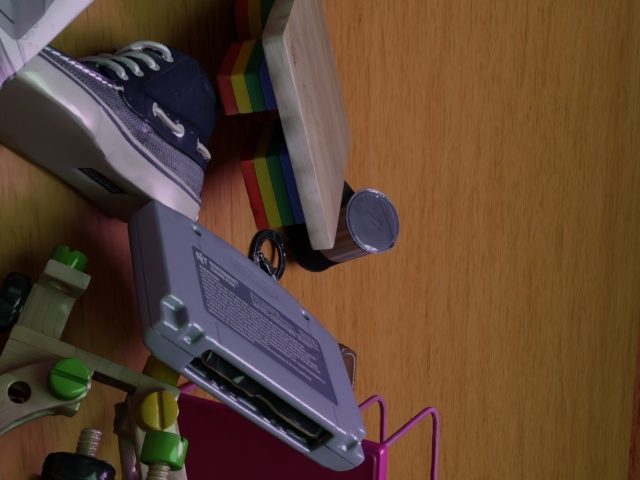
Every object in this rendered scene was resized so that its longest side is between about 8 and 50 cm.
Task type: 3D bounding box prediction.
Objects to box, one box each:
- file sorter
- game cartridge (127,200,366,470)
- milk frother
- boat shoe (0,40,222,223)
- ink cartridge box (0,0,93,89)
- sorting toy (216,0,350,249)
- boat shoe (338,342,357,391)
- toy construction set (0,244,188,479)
[{"bbox_3d":[-0.026,0.273,1.267,0.182,0.291,0.202,-21,116,-58],"label":"file sorter"},{"bbox_3d":[-0.072,0.091,1.074,0.294,0.060,0.196,41,23,-36],"label":"game cartridge"},{"bbox_3d":[0.000,0.000,1.373,0.129,0.135,0.143,38,59,-22],"label":"milk frother"},{"bbox_3d":[-0.205,-0.140,1.029,0.340,0.127,0.158,50,49,-61],"label":"boat shoe"},{"bbox_3d":[-0.296,-0.242,0.718,0.395,0.166,0.285,-52,133,-25],"label":"ink cartridge box"},{"bbox_3d":[-0.041,-0.160,1.236,0.255,0.089,0.257,-80,160,-55],"label":"sorting toy"},{"bbox_3d":[0.014,0.304,1.504,0.123,0.116,0.324,9,91,-59],"label":"boat shoe"},{"bbox_3d":[-0.213,0.148,1.023,0.309,0.257,0.237,82,17,-64],"label":"toy construction set"}]
